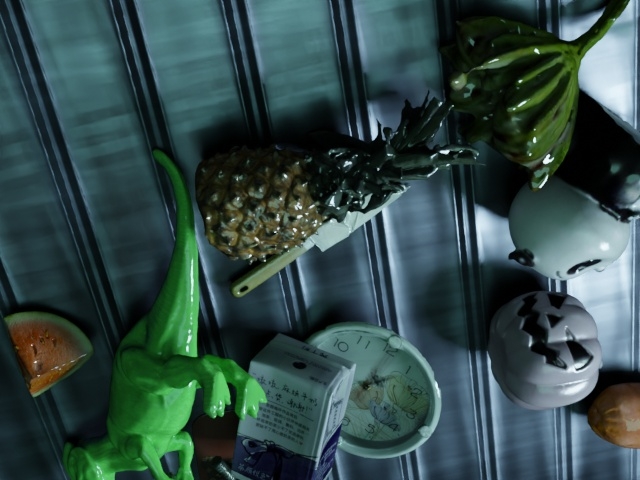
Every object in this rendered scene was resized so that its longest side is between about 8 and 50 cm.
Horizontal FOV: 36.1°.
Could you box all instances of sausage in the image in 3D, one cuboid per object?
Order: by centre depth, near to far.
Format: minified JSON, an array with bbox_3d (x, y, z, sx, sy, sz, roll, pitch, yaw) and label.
[{"bbox_3d":[0.562,0.284,1.589,0.259,0.113,0.114,0,120,-9],"label":"sausage"}]

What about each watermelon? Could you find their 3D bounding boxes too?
[{"bbox_3d":[-0.403,0.162,1.382,0.125,0.094,0.135,-33,115,20],"label":"watermelon"}]

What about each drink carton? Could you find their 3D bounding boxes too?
[{"bbox_3d":[-0.042,0.266,1.459,0.134,0.102,0.222,21,119,18],"label":"drink carton"}]

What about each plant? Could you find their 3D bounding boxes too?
[{"bbox_3d":[0.320,-0.222,1.233,0.333,0.180,0.251,-27,131,3],"label":"plant"}]

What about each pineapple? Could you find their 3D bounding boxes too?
[{"bbox_3d":[0.023,-0.085,1.266,0.364,0.165,0.166,-18,121,3],"label":"pineapple"}]

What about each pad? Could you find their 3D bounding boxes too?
[{"bbox_3d":[-0.109,0.377,1.601,0.181,0.004,0.267,-7,120,-5],"label":"pad"}]

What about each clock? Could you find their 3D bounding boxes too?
[{"bbox_3d":[0.070,0.220,1.482,0.236,0.053,0.237,8,114,17],"label":"clock"}]

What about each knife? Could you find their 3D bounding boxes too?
[{"bbox_3d":[-0.001,-0.001,1.392,0.297,0.017,0.047,-35,121,7],"label":"knife"}]

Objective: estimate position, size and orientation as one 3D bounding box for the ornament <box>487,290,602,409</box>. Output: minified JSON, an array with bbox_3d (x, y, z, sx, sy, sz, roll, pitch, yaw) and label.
[{"bbox_3d":[0.337,0.161,1.447,0.177,0.177,0.178,-4,120,-6],"label":"ornament"}]

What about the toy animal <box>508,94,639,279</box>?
[{"bbox_3d":[0.360,-0.053,1.325,0.165,0.187,0.235,38,109,18],"label":"toy animal"}]

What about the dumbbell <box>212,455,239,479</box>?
[{"bbox_3d":[-0.100,0.434,1.584,0.081,0.082,0.254,-30,119,9],"label":"dumbbell"}]

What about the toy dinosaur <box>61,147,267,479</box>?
[{"bbox_3d":[-0.271,0.144,1.416,0.374,0.144,0.500,-12,93,33],"label":"toy dinosaur"}]
